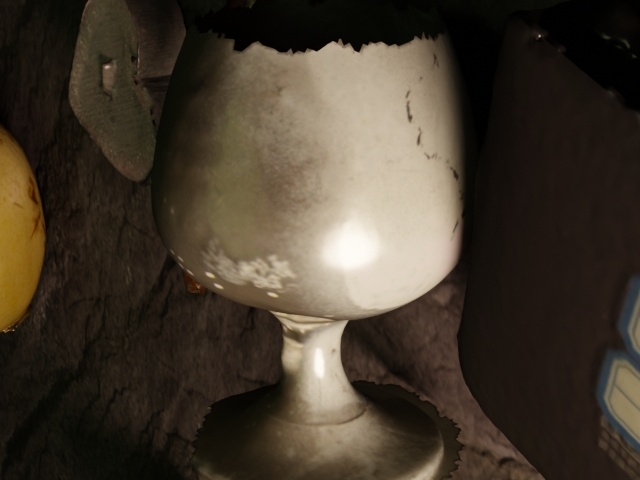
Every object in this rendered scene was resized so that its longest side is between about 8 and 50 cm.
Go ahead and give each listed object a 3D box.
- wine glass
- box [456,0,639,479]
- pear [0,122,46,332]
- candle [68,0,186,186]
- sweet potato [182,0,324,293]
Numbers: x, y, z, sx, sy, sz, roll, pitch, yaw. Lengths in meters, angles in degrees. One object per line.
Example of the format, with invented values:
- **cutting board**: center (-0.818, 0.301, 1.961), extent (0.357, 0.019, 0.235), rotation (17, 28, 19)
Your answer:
- **wine glass**: center (0.000, 0.000, 0.961), extent (0.238, 0.238, 0.323), rotation (29, 123, 50)
- **box**: center (0.210, 0.076, 0.737), extent (0.359, 0.091, 0.350), rotation (48, 152, 37)
- **pear**: center (-0.471, -0.021, 1.635), extent (0.309, 0.309, 0.309), rotation (29, 125, 50)
- **candle**: center (-0.182, -0.147, 1.332), extent (0.168, 0.068, 0.192), rotation (-4, 97, 55)
- **sweet potato**: center (-0.043, -0.117, 1.087), extent (0.112, 0.112, 0.359), rotation (37, 114, 46)
